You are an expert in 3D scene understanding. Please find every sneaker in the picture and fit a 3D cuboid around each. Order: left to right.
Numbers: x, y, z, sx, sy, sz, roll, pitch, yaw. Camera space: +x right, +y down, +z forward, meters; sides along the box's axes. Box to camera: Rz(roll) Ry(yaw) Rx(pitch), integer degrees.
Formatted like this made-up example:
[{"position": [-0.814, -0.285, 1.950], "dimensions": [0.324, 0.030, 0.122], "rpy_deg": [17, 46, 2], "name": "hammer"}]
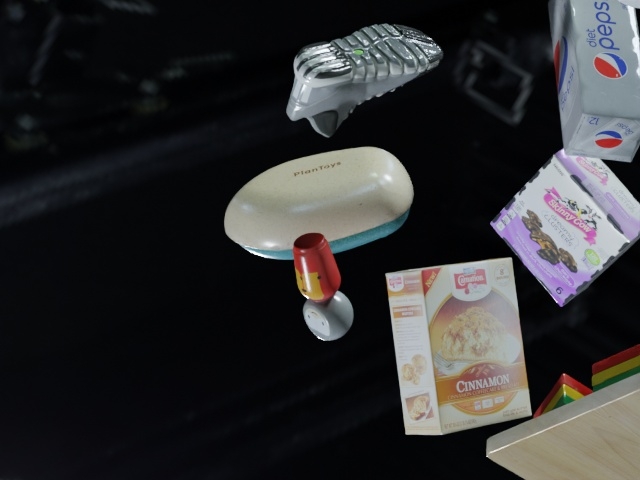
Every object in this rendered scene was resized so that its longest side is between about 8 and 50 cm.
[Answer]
[{"position": [0.046, -0.198, 2.223], "dimensions": [0.229, 0.086, 0.132], "rpy_deg": [-12, -39, -35], "name": "sneaker"}]

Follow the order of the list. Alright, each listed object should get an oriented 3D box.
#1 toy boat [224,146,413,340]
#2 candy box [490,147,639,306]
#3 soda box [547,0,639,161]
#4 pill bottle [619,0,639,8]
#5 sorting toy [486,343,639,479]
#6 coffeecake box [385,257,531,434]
[{"position": [0.000, 0.000, 2.359], "dimensions": [0.267, 0.318, 0.148], "rpy_deg": [-11, -61, 7], "name": "toy boat"}, {"position": [0.358, -0.026, 2.476], "dimensions": [0.070, 0.165, 0.196], "rpy_deg": [-32, -12, -37], "name": "candy box"}, {"position": [0.375, -0.246, 2.351], "dimensions": [0.098, 0.286, 0.091], "rpy_deg": [6, -37, -8], "name": "soda box"}, {"position": [0.280, -0.334, 1.412], "dimensions": [0.153, 0.153, 0.264], "rpy_deg": [9, -110, -55], "name": "pill bottle"}, {"position": [0.383, 0.237, 2.146], "dimensions": [0.257, 0.089, 0.255], "rpy_deg": [32, -44, -33], "name": "sorting toy"}, {"position": [0.158, 0.119, 1.977], "dimensions": [0.142, 0.068, 0.185], "rpy_deg": [-7, -91, -37], "name": "coffeecake box"}]
